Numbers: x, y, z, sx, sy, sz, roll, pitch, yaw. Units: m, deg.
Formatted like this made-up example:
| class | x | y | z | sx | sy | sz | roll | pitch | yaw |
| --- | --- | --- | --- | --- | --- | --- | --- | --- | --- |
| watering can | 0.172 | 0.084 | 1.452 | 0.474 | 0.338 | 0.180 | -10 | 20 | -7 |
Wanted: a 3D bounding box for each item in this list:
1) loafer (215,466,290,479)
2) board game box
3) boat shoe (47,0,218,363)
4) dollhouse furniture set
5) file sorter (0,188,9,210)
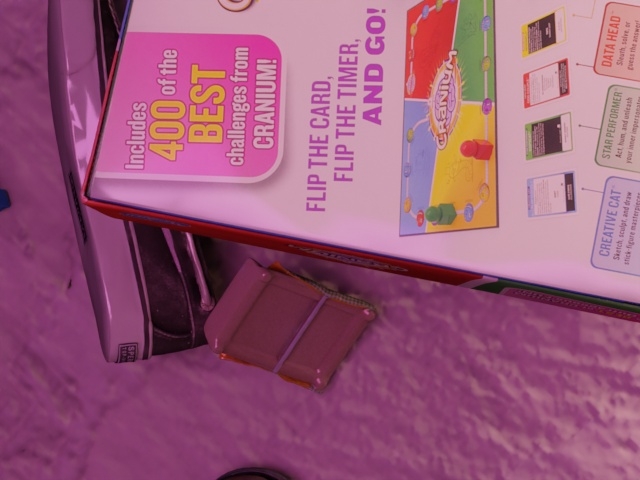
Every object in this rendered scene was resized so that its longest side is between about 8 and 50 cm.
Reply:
| class | x | y | z | sx | sy | sz | roll | pitch | yaw |
| --- | --- | --- | --- | --- | --- | --- | --- | --- | --- |
| loafer | -0.017 | 0.253 | 0.918 | 0.096 | 0.084 | 0.267 | -15 | 87 | 19 |
| board game box | 0.069 | -0.100 | 0.834 | 0.317 | 0.064 | 0.242 | 12 | 84 | 8 |
| boat shoe | -0.101 | -0.045 | 0.949 | 0.070 | 0.078 | 0.219 | -10 | 85 | -16 |
| dollhouse furniture set | 0.000 | 0.000 | 0.921 | 0.076 | 0.058 | 0.151 | 21 | 116 | -26 |
| file sorter | -0.285 | -0.047 | 0.985 | 0.170 | 0.118 | 0.104 | -16 | 83 | 19 |
